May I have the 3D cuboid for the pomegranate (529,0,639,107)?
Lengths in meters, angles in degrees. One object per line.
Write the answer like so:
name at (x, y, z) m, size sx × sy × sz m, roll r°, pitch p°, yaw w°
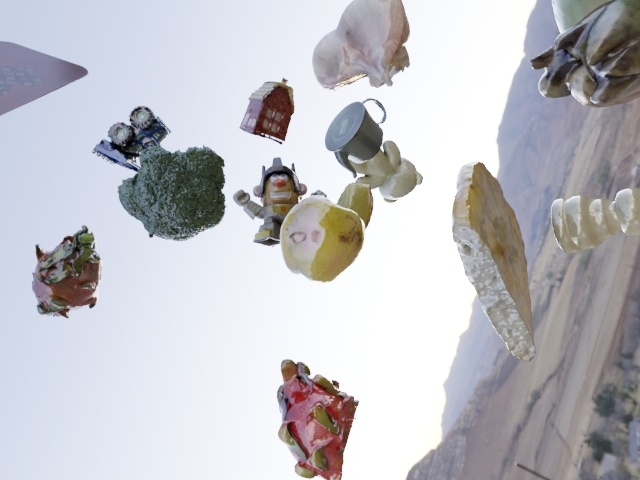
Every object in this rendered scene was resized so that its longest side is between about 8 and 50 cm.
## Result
pomegranate at (0.344, -0.238, 0.396) m, size 0.340 × 0.285 × 0.285 m, roll -43°, pitch -32°, yaw -12°

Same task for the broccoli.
broccoli at (-0.351, -0.142, 1.074) m, size 0.254 × 0.269 × 0.269 m, roll 52°, pitch -124°, yaw -36°

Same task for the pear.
pear at (0.000, 0.000, 0.849) m, size 0.178 × 0.178 × 0.178 m, roll -45°, pitch -36°, yaw -46°

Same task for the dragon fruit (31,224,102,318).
dragon fruit at (-0.683, 0.090, 1.140) m, size 0.269 × 0.198 × 0.200 m, roll -43°, pitch 24°, yaw 49°

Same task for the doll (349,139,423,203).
doll at (0.205, -0.256, 1.449) m, size 0.278 × 0.175 × 0.149 m, roll 31°, pitch -132°, yaw -24°

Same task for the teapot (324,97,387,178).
teapot at (0.123, -0.306, 1.248) m, size 0.149 × 0.162 × 0.239 m, roll 29°, pitch -100°, yaw -32°

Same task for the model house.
model house at (-0.205, -0.540, 1.738) m, size 0.160 × 0.196 × 0.254 m, roll 18°, pitch -79°, yaw -30°

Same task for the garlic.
garlic at (0.060, -0.279, 0.626) m, size 0.124 × 0.174 × 0.099 m, roll 53°, pitch -141°, yaw -17°

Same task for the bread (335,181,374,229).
bread at (0.087, -0.069, 1.111) m, size 0.156 × 0.086 × 0.125 m, roll 125°, pitch 152°, yaw -59°

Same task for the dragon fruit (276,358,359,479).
dragon fruit at (-0.008, 0.280, 0.679) m, size 0.150 × 0.208 × 0.133 m, roll -13°, pitch -36°, yaw -31°

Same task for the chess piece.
chess piece at (0.788, -0.066, 1.104) m, size 0.167 × 0.299 × 0.167 m, roll 12°, pitch -109°, yaw -40°

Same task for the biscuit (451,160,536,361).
biscuit at (0.438, 0.007, 1.094) m, size 0.429 × 0.104 × 0.446 m, roll 49°, pitch -141°, yaw -29°

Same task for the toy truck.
toy truck at (-0.538, -0.279, 1.240) m, size 0.208 × 0.126 × 0.113 m, roll -39°, pitch -8°, yaw -2°

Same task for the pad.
pad at (-0.528, -0.268, 0.688) m, size 0.267 × 0.181 × 0.004 m, roll -76°, pitch 6°, yaw -53°

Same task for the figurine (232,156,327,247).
figurine at (-0.133, -0.122, 1.396) m, size 0.308 × 0.308 × 0.143 m, roll -56°, pitch 12°, yaw -33°
